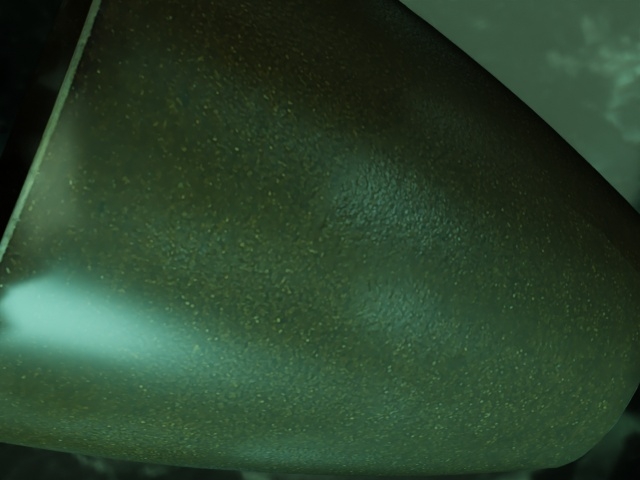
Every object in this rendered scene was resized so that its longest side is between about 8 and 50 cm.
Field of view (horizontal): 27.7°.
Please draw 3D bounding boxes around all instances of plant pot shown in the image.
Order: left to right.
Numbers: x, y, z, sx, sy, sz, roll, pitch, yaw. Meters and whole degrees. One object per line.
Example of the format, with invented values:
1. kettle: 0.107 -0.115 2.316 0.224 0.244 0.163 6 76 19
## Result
1. plant pot: 0.000 0.000 0.481 0.230 0.215 0.215 21 101 -17
